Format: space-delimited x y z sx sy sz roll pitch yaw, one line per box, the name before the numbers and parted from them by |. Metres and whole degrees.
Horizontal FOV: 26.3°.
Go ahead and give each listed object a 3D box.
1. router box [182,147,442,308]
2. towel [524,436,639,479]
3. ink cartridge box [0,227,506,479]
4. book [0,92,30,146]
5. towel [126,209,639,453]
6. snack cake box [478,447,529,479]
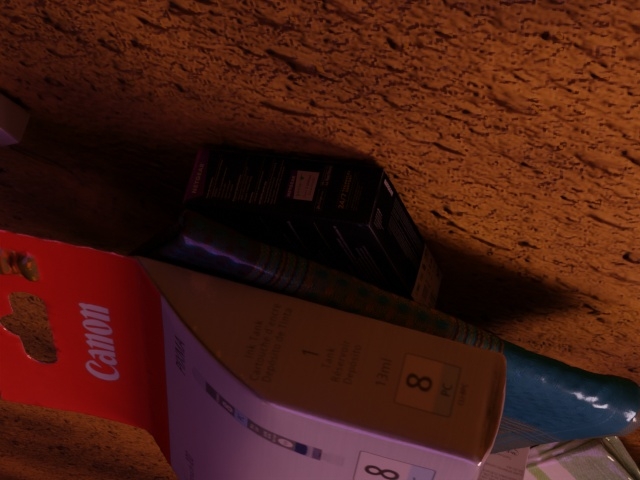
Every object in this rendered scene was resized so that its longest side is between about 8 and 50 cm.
router box | 0.000 0.000 0.951 0.133 0.046 0.179 7 159 21
towel | 0.212 0.304 1.379 0.325 0.038 0.248 -26 115 37
ink cartridge box | -0.082 0.135 0.995 0.385 0.091 0.308 14 150 4
book | -0.282 -0.094 0.937 0.144 0.035 0.096 -2 150 39
towel | 0.025 0.079 1.030 0.370 0.040 0.271 23 159 -18
snack cake box | 0.049 0.180 1.231 0.264 0.152 0.089 20 159 -10
